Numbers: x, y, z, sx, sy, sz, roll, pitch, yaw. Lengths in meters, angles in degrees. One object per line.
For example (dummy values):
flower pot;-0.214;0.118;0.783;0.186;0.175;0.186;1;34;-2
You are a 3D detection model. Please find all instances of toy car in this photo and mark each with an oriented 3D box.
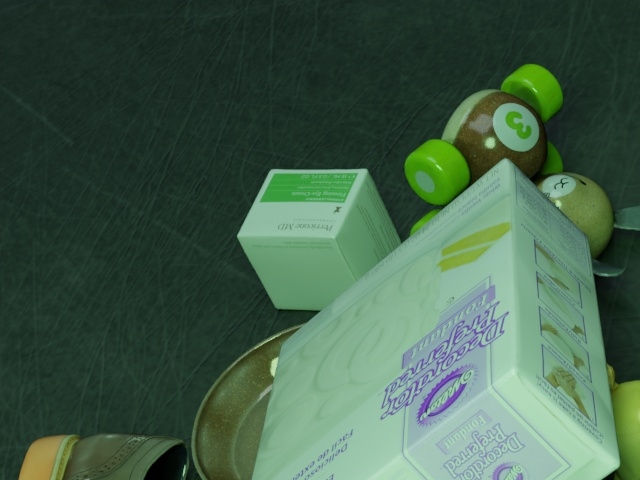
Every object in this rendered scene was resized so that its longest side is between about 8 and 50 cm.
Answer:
toy car;0.191;-0.033;1.408;0.188;0.149;0.155;29;53;33

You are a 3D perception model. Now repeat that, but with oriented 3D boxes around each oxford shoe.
oxford shoe;-0.162;0.276;1.264;0.133;0.130;0.364;-10;42;8

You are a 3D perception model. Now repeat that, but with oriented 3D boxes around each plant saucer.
plant saucer;-0.007;0.147;1.388;0.198;0.036;0.198;-16;40;14

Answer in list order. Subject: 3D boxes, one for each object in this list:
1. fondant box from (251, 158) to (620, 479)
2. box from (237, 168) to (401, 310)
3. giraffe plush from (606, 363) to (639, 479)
fondant box;0.070;0.105;1.150;0.238;0.096;0.330;-41;16;20
box;0.000;0.000;1.495;0.101;0.102;0.087;1;48;29
giraffe plush;0.282;0.132;1.147;0.170;0.181;0.210;-31;55;-23
